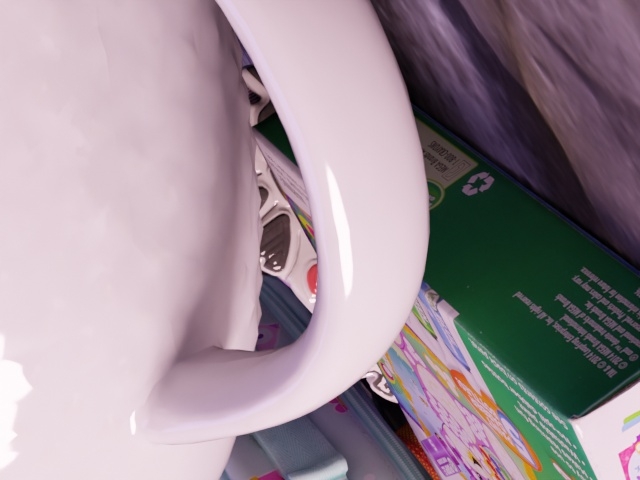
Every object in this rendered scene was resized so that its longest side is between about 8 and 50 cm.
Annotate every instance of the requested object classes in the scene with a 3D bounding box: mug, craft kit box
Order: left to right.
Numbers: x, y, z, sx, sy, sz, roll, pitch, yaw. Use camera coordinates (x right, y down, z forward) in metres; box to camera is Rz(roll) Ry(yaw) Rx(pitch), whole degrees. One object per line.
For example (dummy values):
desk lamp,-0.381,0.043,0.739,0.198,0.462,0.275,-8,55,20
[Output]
mug,-0.124,-0.040,0.660,0.374,0.276,0.328,1,117,41
craft kit box,0.089,0.081,0.699,0.247,0.061,0.250,58,172,-32

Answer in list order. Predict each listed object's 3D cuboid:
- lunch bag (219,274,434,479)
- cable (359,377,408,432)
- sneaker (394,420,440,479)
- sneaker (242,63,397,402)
lunch bag,-0.008,0.158,0.956,0.279,0.108,0.224,-130,31,-50
cable,0.038,0.112,1.143,0.184,0.047,0.150,60,171,-17
sneaker,0.088,0.164,0.979,0.175,0.067,0.064,50,168,31
sneaker,0.000,0.000,0.868,0.170,0.068,0.071,57,178,-11
